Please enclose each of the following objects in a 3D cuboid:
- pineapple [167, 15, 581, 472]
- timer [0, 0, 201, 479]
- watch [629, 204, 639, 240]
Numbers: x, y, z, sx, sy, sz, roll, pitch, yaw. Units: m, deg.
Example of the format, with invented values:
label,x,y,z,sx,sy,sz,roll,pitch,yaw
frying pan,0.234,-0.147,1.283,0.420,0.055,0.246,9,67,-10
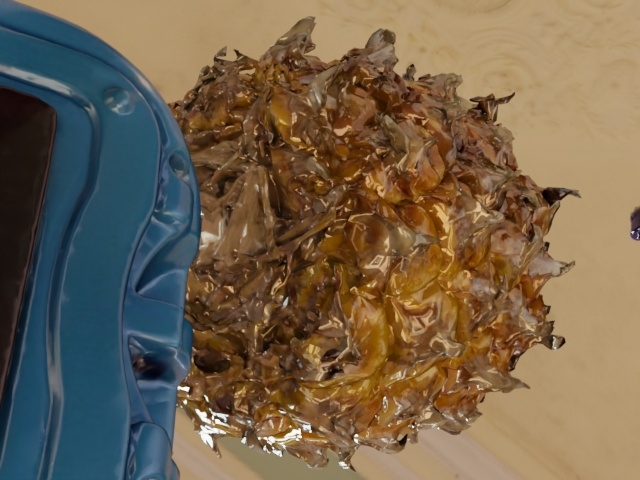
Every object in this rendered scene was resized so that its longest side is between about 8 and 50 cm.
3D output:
label,x,y,z,sx,sy,sz,roll,pitch,yaw
pineapple,0.002,0.000,0.850,0.352,0.300,0.352,-6,-102,32
timer,-0.202,0.019,0.465,0.309,0.340,0.115,17,-36,-23
watch,0.395,0.030,0.988,0.196,0.200,0.171,34,-49,-31
